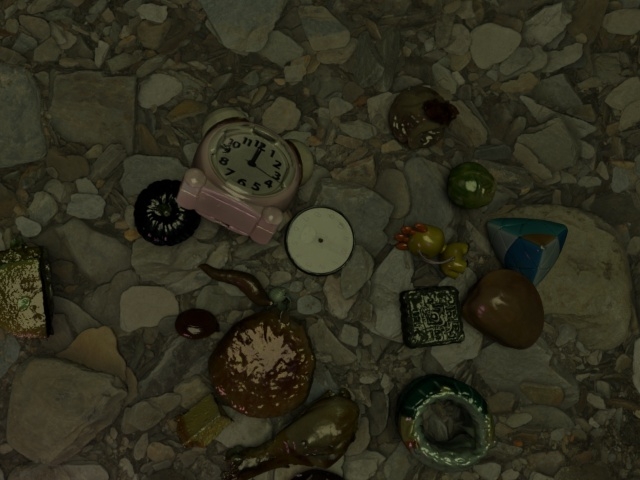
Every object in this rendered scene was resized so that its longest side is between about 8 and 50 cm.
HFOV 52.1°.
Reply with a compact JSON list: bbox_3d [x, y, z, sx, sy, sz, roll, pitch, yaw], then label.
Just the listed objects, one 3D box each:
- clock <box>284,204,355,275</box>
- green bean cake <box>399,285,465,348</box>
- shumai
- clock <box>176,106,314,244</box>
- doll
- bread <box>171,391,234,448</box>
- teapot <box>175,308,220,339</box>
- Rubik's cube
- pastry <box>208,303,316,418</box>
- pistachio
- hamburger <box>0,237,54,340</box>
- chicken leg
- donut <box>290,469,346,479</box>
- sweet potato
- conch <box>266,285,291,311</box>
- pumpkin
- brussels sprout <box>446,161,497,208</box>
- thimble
[{"bbox_3d":[0.000,0.000,1.940,0.215,0.042,0.214,0,86,-7],"label":"clock"},{"bbox_3d":[0.330,0.227,1.934,0.173,0.094,0.181,-4,86,-6],"label":"green bean cake"},{"bbox_3d":[0.311,-0.375,1.961,0.201,0.120,0.201,0,88,-9],"label":"shumai"},{"bbox_3d":[-0.204,-0.193,1.829,0.342,0.184,0.325,28,58,-13],"label":"clock"},{"bbox_3d":[0.326,0.020,1.937,0.221,0.143,0.135,25,56,-10],"label":"doll"},{"bbox_3d":[-0.324,0.520,1.821,0.147,0.152,0.127,-37,101,-7],"label":"bread"},{"bbox_3d":[-0.352,0.246,1.874,0.129,0.078,0.098,0,46,-19],"label":"teapot"},{"bbox_3d":[0.596,-0.002,1.920,0.255,0.254,0.254,0,86,-6],"label":"Rubik's cube"},{"bbox_3d":[-0.154,0.355,1.852,0.330,0.136,0.329,0,88,-7],"label":"pastry"},{"bbox_3d":[0.554,0.203,1.928,0.261,0.162,0.212,35,118,-14],"label":"pistachio"},{"bbox_3d":[-0.824,0.136,1.777,0.192,0.168,0.287,-6,87,-8],"label":"hamburger"},{"bbox_3d":[-0.082,0.573,1.855,0.429,0.152,0.201,-22,76,0],"label":"chicken leg"},{"bbox_3d":[-0.008,0.789,1.857,0.270,0.103,0.269,1,85,-7],"label":"donut"},{"bbox_3d":[-0.236,0.118,1.901,0.250,0.059,0.069,29,61,8],"label":"sweet potato"},{"bbox_3d":[-0.119,0.171,1.909,0.076,0.085,0.056,32,39,-9],"label":"conch"},{"bbox_3d":[-0.434,-0.079,1.853,0.194,0.150,0.194,-6,55,8],"label":"pumpkin"},{"bbox_3d":[0.453,-0.162,1.963,0.155,0.117,0.155,0,80,2],"label":"brussels sprout"},{"bbox_3d":[0.360,0.524,1.882,0.288,0.167,0.254,23,85,-3],"label":"thimble"}]
